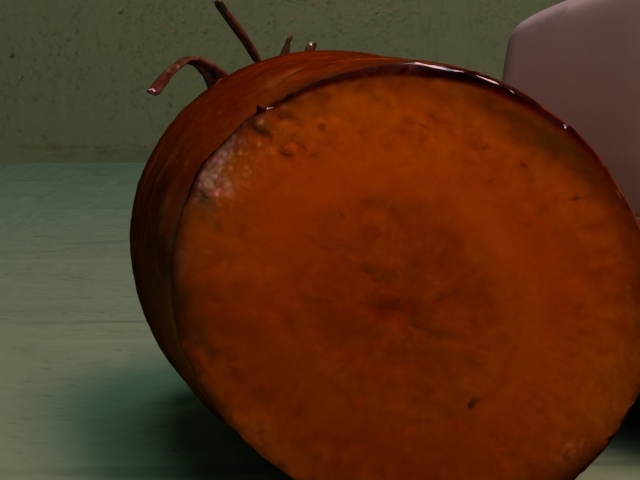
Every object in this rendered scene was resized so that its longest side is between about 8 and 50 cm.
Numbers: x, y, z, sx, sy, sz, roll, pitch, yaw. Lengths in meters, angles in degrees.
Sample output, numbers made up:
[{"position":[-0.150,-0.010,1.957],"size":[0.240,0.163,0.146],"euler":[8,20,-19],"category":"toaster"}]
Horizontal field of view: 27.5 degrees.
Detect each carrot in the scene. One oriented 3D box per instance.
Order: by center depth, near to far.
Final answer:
[{"position":[0.000,0.000,0.646],"size":[0.214,0.193,0.331],"euler":[23,4,-12],"category":"carrot"}]

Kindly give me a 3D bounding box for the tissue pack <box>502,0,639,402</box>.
[{"position":[0.269,-0.021,0.703],"size":[0.333,0.236,0.229],"euler":[-5,-2,-29],"category":"tissue pack"}]
